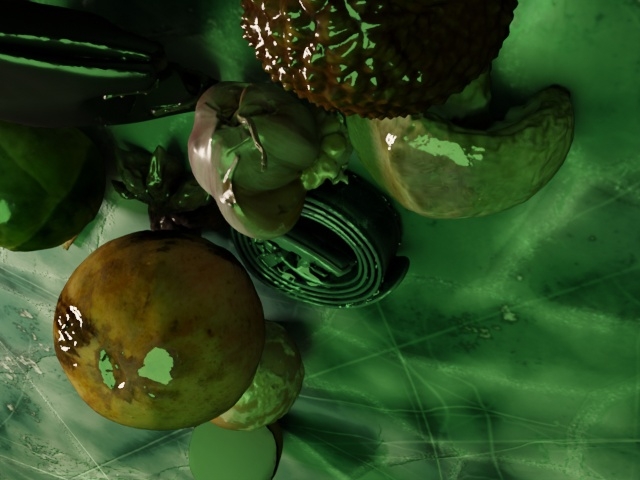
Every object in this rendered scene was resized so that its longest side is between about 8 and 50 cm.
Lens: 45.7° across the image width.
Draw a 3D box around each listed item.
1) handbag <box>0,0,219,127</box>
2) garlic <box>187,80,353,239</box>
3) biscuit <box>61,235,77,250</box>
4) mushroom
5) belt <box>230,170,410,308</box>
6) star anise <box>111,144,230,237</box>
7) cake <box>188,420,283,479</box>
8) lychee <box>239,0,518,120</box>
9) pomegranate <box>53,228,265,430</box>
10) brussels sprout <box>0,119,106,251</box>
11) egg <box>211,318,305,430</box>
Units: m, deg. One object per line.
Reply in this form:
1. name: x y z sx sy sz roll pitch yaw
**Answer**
1. handbag: -0.293 -0.213 0.943 0.287 0.342 0.152 7 95 6
2. garlic: -0.046 -0.112 0.930 0.207 0.207 0.256 47 165 -19
3. biscuit: -0.530 -0.085 1.374 0.231 0.016 0.139 39 136 -11
4. mushroom: 0.142 -0.108 0.887 0.267 0.164 0.190 23 137 6
5. belt: 0.000 0.000 1.101 0.267 0.116 0.207 19 133 14
6. star anise: -0.232 -0.065 1.194 0.196 0.073 0.212 -9 129 37
7. cake: -0.170 0.417 1.580 0.185 0.178 0.208 1 100 1
8. lychee: 0.049 -0.247 0.745 0.267 0.267 0.268 15 136 15
9. pomegranate: -0.239 0.133 1.141 0.322 0.322 0.322 15 136 15
10. brussels sprout: -0.445 -0.087 1.183 0.210 0.219 0.271 30 170 6
11. egg: -0.135 0.238 1.343 0.203 0.203 0.245 36 139 -8
